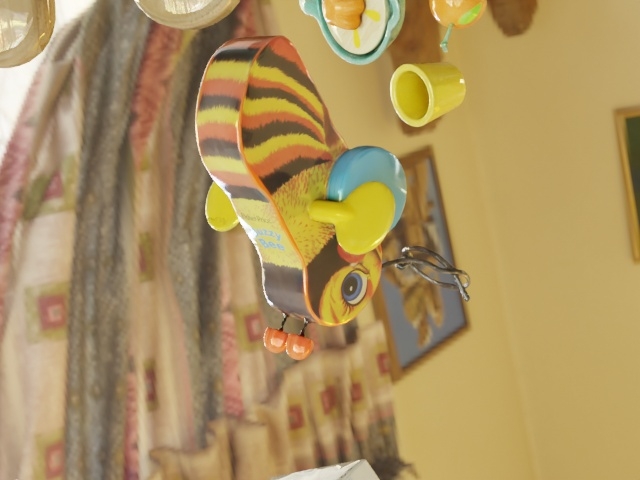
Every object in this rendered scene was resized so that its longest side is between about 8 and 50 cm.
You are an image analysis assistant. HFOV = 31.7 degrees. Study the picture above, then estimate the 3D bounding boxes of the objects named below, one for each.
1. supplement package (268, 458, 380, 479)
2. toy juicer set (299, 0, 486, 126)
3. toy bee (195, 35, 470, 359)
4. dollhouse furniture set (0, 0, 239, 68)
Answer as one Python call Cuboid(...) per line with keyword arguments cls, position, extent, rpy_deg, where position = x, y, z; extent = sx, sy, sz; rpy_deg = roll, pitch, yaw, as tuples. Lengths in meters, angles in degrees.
Cuboid(cls="supplement package", position=(-0.011, 0.406, 1.548), extent=(0.134, 0.139, 0.244), rpy_deg=(-39, -172, -37))
Cuboid(cls="toy juicer set", position=(0.050, -0.294, 1.246), extent=(0.089, 0.209, 0.329), rpy_deg=(-19, -127, -34))
Cuboid(cls="toy bee", position=(0.000, 0.000, 0.843), extent=(0.162, 0.298, 0.195), rpy_deg=(-56, -163, -22))
Cuboid(cls="dollhouse furniture set", position=(-0.160, -0.069, 0.313), extent=(0.242, 0.161, 0.212), rpy_deg=(-8, 178, 18))
